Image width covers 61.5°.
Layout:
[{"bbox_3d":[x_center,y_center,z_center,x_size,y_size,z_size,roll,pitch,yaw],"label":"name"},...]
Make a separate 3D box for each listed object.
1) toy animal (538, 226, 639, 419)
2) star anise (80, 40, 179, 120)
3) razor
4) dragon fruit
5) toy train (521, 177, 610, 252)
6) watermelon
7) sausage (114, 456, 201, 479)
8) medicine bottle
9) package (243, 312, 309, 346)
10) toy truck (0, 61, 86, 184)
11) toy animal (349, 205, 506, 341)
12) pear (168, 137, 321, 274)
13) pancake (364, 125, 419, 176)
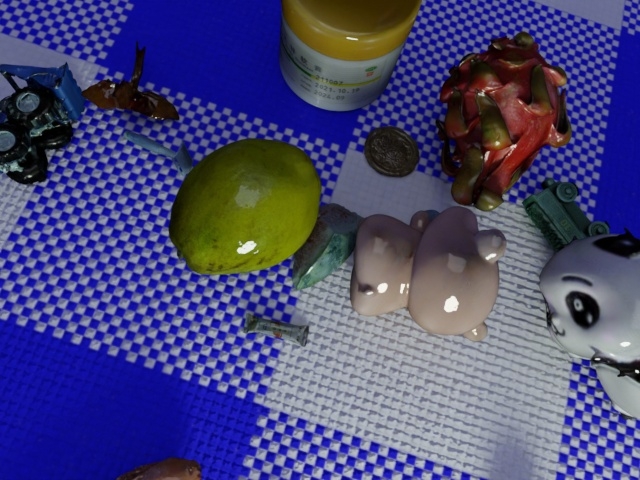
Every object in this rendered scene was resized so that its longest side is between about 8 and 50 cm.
[{"bbox_3d":[0.500,0.131,0.867,0.251,0.251,0.310,-34,89,-16],"label":"toy animal"},{"bbox_3d":[-0.334,-0.294,0.975,0.140,0.158,0.144,22,98,36],"label":"star anise"},{"bbox_3d":[-0.299,-0.171,0.975,0.135,0.068,0.040,25,68,14],"label":"razor"},{"bbox_3d":[0.311,-0.216,0.976,0.307,0.227,0.243,-42,79,-4],"label":"dragon fruit"},{"bbox_3d":[0.457,-0.034,1.007,0.099,0.070,0.172,-32,79,-8],"label":"toy train"},{"bbox_3d":[0.006,0.005,0.952,0.094,0.081,0.180,16,63,26],"label":"watermelon"},{"bbox_3d":[-0.319,0.413,0.763,0.327,0.079,0.087,-35,68,-17],"label":"sausage"},{"bbox_3d":[0.043,-0.395,0.989,0.238,0.232,0.237,2,71,-6],"label":"medicine bottle"},{"bbox_3d":[-0.075,0.151,0.910,0.110,0.015,0.037,13,66,-4],"label":"package"},{"bbox_3d":[-0.507,-0.212,0.929,0.126,0.113,0.208,26,70,4],"label":"toy truck"},{"bbox_3d":[0.158,0.045,0.873,0.221,0.210,0.229,-11,39,-18],"label":"toy animal"},{"bbox_3d":[-0.120,-0.054,0.873,0.269,0.212,0.212,-39,80,-12],"label":"pear"},{"bbox_3d":[0.139,-0.173,1.044,0.115,0.011,0.114,2,72,-8],"label":"pancake"}]
